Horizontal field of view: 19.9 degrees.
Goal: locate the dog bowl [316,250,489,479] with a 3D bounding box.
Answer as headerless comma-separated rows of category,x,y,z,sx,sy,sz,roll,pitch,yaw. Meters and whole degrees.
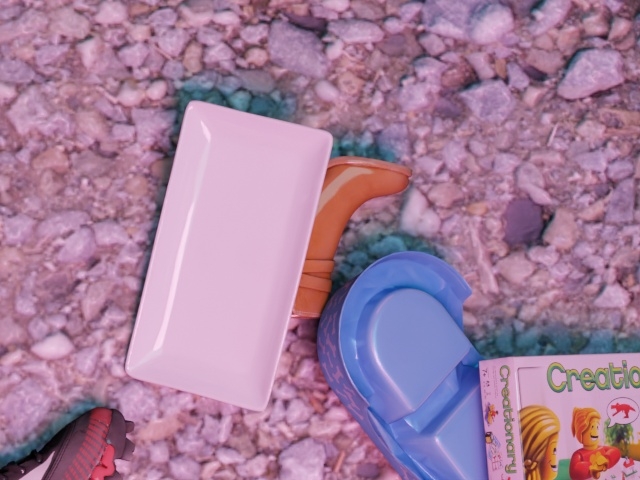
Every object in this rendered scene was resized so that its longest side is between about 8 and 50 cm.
dog bowl,0.110,0.147,1.764,0.166,0.074,0.297,-45,107,-28

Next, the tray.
tray,-0.085,0.014,1.724,0.145,0.030,0.270,14,92,9

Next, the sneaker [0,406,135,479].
sneaker,-0.284,0.242,1.635,0.135,0.097,0.276,43,74,-10

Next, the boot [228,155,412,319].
boot,0.000,0.000,1.778,0.197,0.073,0.152,-6,83,-6

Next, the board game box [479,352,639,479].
board game box,0.287,0.208,1.794,0.305,0.053,0.193,1,81,-39
